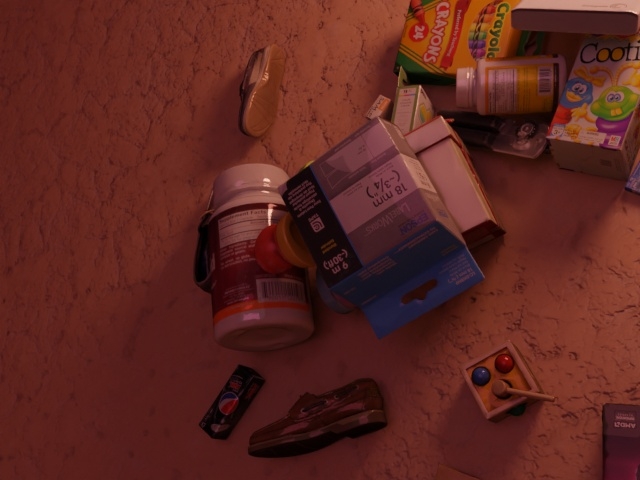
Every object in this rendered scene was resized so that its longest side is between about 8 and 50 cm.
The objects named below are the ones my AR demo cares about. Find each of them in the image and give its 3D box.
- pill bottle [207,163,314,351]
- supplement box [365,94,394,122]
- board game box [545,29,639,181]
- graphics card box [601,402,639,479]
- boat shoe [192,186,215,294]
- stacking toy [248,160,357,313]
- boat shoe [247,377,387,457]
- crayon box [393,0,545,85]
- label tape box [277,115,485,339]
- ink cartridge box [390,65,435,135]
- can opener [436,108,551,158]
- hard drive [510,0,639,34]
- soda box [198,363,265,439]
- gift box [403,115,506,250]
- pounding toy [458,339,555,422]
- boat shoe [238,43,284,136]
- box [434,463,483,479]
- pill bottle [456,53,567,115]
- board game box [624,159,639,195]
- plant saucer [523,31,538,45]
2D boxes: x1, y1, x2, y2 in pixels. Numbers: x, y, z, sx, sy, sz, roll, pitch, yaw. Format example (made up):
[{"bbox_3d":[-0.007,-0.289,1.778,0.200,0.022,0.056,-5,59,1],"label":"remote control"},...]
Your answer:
[{"bbox_3d":[-0.144,0.037,1.510,0.224,0.224,0.392,-18,63,22],"label":"pill bottle"},{"bbox_3d":[0.153,-0.289,1.548,0.036,0.098,0.062,37,90,34],"label":"supplement box"},{"bbox_3d":[0.566,-0.279,1.287,0.142,0.144,0.275,18,80,34],"label":"board game box"},{"bbox_3d":[0.567,0.452,1.029,0.233,0.094,0.371,-1,69,29],"label":"graphics card box"},{"bbox_3d":[-0.259,-0.022,1.673,0.116,0.097,0.324,-6,68,27],"label":"boat shoe"},{"bbox_3d":[0.000,0.000,1.419,0.130,0.309,0.279,-27,41,36],"label":"stacking toy"},{"bbox_3d":[-0.011,0.375,1.382,0.307,0.111,0.104,-18,59,11],"label":"boat shoe"},{"bbox_3d":[0.341,-0.460,1.505,0.318,0.081,0.202,11,86,32],"label":"crayon box"},{"bbox_3d":[0.104,-0.018,1.192,0.240,0.106,0.334,-34,73,21],"label":"label tape box"},{"bbox_3d":[0.213,-0.284,1.507,0.062,0.109,0.209,1,71,29],"label":"ink cartridge box"},{"bbox_3d":[0.374,-0.225,1.426,0.283,0.095,0.076,22,87,46],"label":"can opener"},{"bbox_3d":[0.562,-0.510,1.328,0.233,0.047,0.353,15,45,32],"label":"hard drive"},{"bbox_3d":[-0.202,0.371,1.508,0.053,0.060,0.169,32,88,33],"label":"soda box"},{"bbox_3d":[0.208,-0.086,1.354,0.255,0.276,0.258,-26,76,14],"label":"gift box"},{"bbox_3d":[0.348,0.268,1.217,0.130,0.100,0.141,-33,58,14],"label":"pounding toy"},{"bbox_3d":[-0.172,-0.401,1.778,0.092,0.103,0.285,-2,66,34],"label":"boat shoe"},{"bbox_3d":[0.288,0.522,1.199,0.201,0.021,0.164,12,77,32],"label":"box"},{"bbox_3d":[0.392,-0.320,1.360,0.215,0.117,0.117,1,71,15],"label":"pill bottle"},{"bbox_3d":[0.645,-0.121,1.255,0.090,0.020,0.090,28,86,33],"label":"board game box"},{"bbox_3d":[0.464,-0.475,1.499,0.083,0.015,0.083,-11,66,25],"label":"plant saucer"}]
